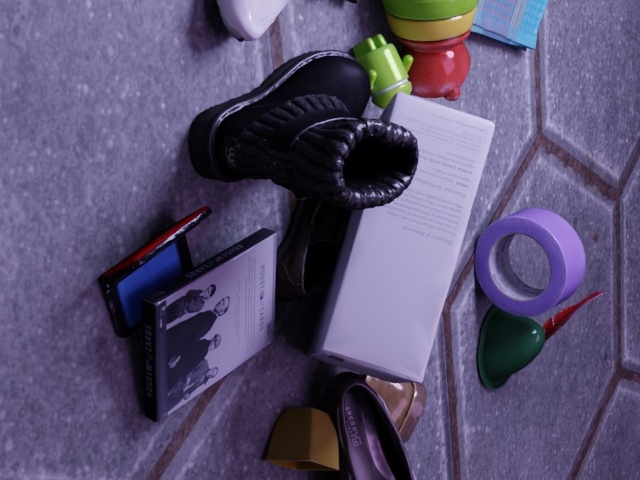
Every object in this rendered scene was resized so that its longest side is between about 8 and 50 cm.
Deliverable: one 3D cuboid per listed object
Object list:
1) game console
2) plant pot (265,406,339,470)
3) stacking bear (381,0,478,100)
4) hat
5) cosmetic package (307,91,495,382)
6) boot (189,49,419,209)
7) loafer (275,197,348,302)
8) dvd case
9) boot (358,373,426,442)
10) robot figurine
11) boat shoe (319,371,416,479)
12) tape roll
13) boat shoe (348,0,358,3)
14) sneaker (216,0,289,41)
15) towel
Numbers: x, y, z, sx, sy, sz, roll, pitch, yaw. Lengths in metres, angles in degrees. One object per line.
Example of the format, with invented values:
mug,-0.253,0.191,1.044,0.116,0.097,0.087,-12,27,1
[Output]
game console,-0.188,0.039,1.311,0.144,0.124,0.085,-41,101,-41
plant pot,-0.022,0.291,1.588,0.081,0.081,0.083,32,58,-51
stacking bear,0.172,-0.358,1.651,0.164,0.175,0.289,-40,135,-44
hat,0.423,0.203,2.069,0.173,0.183,0.209,-18,111,-50
cosmetic package,0.110,0.006,1.559,0.217,0.156,0.385,132,-26,-82
boot,0.029,-0.147,1.408,0.348,0.260,0.131,-38,126,-42
loafer,0.000,0.000,1.553,0.080,0.078,0.220,49,59,-46
dvd case,-0.140,0.106,1.399,0.238,0.029,0.179,-33,135,-48
boot,0.056,0.349,1.715,0.115,0.112,0.305,26,80,-20
robot figurine,0.094,-0.249,1.618,0.101,0.067,0.115,-29,96,-42
boat shoe,0.086,0.360,1.622,0.112,0.095,0.335,-21,89,-15
tape roll,0.384,0.040,1.980,0.080,0.189,0.189,-19,112,-50
boat shoe,0.018,-0.369,1.518,0.152,0.056,0.049,1,91,-53
sneaker,-0.038,-0.383,1.381,0.111,0.129,0.297,46,63,-49
towel,0.370,-0.524,1.884,0.271,0.040,0.370,1,113,-53
